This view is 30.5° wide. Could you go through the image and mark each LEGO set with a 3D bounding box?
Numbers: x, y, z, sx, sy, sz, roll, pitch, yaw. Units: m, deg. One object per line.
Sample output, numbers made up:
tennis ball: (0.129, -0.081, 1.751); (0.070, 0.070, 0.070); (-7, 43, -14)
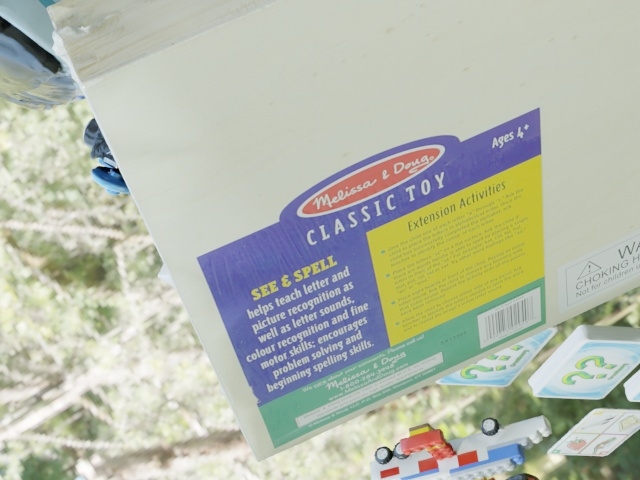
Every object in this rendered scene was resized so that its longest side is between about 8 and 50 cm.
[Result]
LEGO set: (0.140, 0.131, 0.756); (0.244, 0.182, 0.060); (118, 152, -53)

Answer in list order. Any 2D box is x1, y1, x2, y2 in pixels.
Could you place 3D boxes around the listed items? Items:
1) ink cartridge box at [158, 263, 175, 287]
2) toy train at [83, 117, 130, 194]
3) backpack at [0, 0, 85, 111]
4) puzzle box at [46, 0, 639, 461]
ink cartridge box: (0.000, 0.000, 1.229); (0.197, 0.198, 0.270); (32, 163, -27)
toy train: (-0.100, -0.054, 0.939); (0.184, 0.080, 0.105); (28, -160, 17)
backpack: (-0.232, -0.220, 0.825); (0.290, 0.273, 0.355); (41, -174, -19)
puzzle box: (0.117, -0.068, 0.514); (0.272, 0.408, 0.052); (75, 169, -51)
